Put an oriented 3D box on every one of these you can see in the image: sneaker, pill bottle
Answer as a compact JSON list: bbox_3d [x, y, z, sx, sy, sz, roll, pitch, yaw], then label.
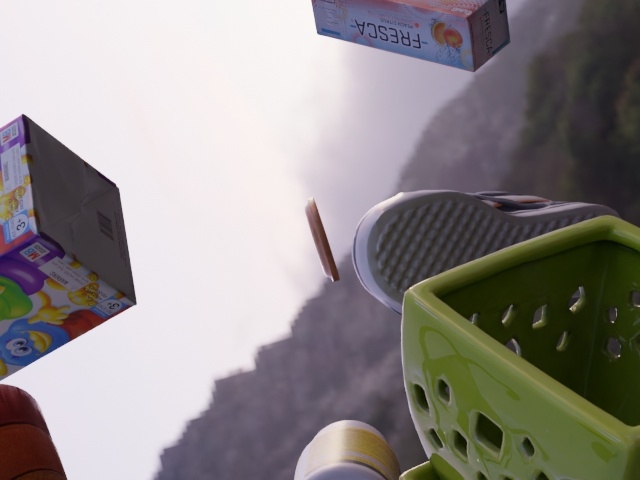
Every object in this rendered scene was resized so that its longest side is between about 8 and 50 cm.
[{"bbox_3d":[0.136,0.014,1.678,0.321,0.127,0.126,2,-89,-38],"label":"sneaker"},{"bbox_3d":[0.029,0.271,1.938,0.208,0.119,0.119,-76,-32,-79],"label":"pill bottle"}]

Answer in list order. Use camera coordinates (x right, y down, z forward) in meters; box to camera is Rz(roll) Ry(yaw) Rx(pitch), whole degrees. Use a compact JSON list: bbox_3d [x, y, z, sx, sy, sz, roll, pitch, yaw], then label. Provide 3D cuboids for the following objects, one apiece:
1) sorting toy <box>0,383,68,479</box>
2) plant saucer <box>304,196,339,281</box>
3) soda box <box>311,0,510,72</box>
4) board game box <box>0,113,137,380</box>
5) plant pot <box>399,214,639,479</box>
[{"bbox_3d":[-0.171,0.260,1.045,0.127,0.126,0.365,-26,-46,-37],"label":"sorting toy"},{"bbox_3d":[0.000,0.000,1.698,0.083,0.013,0.083,162,90,-90],"label":"plant saucer"},{"bbox_3d":[0.079,-0.207,1.615,0.063,0.183,0.058,-41,-45,-36],"label":"soda box"},{"bbox_3d":[-0.323,0.035,1.599,0.142,0.275,0.144,40,-153,-46],"label":"board game box"},{"bbox_3d":[0.199,0.139,1.291,0.227,0.228,0.207,36,130,40],"label":"plant pot"}]
